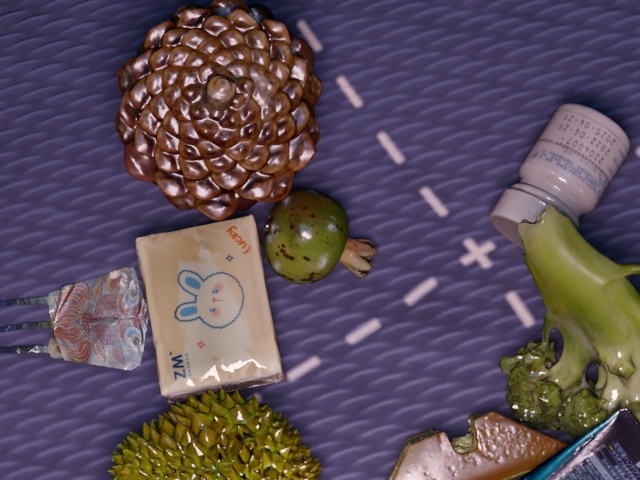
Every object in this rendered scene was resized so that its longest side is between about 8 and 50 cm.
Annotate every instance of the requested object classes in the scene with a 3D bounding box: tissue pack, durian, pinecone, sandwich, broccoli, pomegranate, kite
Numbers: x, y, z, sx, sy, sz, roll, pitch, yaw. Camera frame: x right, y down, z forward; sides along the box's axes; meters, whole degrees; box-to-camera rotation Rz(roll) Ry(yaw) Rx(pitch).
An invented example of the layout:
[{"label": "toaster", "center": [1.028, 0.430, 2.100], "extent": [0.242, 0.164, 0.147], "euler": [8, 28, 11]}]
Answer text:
[{"label": "tissue pack", "center": [-0.130, 0.083, 1.654], "extent": [0.148, 0.092, 0.196], "euler": [-12, 77, 0]}, {"label": "durian", "center": [-0.127, 0.266, 1.563], "extent": [0.237, 0.200, 0.176], "euler": [-27, 105, 7]}, {"label": "pinecone", "center": [-0.109, -0.156, 1.637], "extent": [0.264, 0.264, 0.264], "euler": [-1, 76, 3]}, {"label": "sandwich", "center": [0.158, 0.247, 1.598], "extent": [0.244, 0.090, 0.088], "euler": [-18, 79, -1]}, {"label": "broccoli", "center": [0.324, 0.117, 1.585], "extent": [0.302, 0.186, 0.254], "euler": [38, 121, 11]}, {"label": "pomegranate", "center": [0.000, 0.000, 1.665], "extent": [0.142, 0.114, 0.115], "euler": [18, 77, -18]}, {"label": "kite", "center": [-0.322, 0.096, 1.704], "extent": [0.229, 0.016, 0.127], "euler": [-1, 73, 0]}]

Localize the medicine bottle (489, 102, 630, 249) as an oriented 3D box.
[{"label": "medicine bottle", "center": [0.285, -0.070, 1.661], "extent": [0.105, 0.105, 0.168], "euler": [32, 80, 10]}]

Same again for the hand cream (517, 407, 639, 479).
[{"label": "hand cream", "center": [0.256, 0.296, 1.542], "extent": [0.270, 0.061, 0.120], "euler": [-35, 98, 20]}]
